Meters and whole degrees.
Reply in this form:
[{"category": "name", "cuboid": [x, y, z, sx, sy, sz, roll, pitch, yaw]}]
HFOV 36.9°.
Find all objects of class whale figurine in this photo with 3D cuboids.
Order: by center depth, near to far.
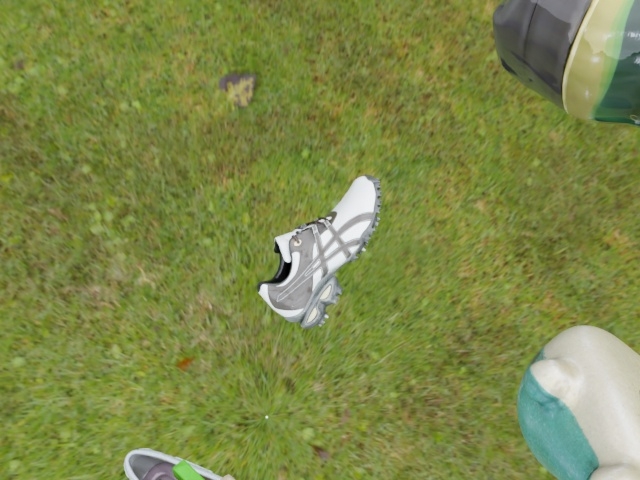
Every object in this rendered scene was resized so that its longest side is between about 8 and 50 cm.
[{"category": "whale figurine", "cuboid": [0.265, 0.200, 0.905, 0.216, 0.272, 0.141, 37, 115, -8]}]

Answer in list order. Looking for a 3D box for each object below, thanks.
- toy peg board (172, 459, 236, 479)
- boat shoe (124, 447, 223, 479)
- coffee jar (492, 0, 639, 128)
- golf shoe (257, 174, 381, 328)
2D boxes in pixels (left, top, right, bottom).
[{"category": "toy peg board", "cuboid": [-0.173, 0.349, 1.109, 0.161, 0.161, 0.079, -35, 50, -30]}, {"category": "boat shoe", "cuboid": [-0.128, 0.370, 1.255, 0.320, 0.103, 0.118, 25, 64, 31]}, {"category": "coffee jar", "cuboid": [0.154, -0.063, 0.317, 0.184, 0.079, 0.096, 29, 84, 20]}, {"category": "golf shoe", "cuboid": [0.000, 0.000, 1.109, 0.094, 0.077, 0.198, 30, 80, -15]}]
